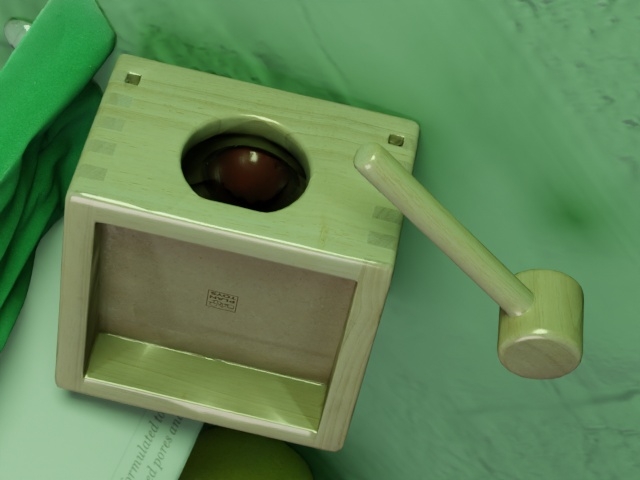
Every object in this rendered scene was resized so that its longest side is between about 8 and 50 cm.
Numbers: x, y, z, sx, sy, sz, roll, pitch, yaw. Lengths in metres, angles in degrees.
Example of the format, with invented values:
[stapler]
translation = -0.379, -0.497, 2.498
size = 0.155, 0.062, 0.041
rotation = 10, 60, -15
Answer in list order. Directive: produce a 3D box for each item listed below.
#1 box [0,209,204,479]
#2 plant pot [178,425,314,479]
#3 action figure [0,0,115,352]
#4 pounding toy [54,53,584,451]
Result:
[box]
translation = -0.156, 0.073, 0.786
size = 0.182, 0.181, 0.119
rotation = 31, 144, -8
[plant pot]
translation = -0.051, 0.156, 0.904
size = 0.134, 0.095, 0.134
rotation = 15, 144, 12
[action figure]
translation = -0.154, 0.014, 0.668
size = 0.063, 0.232, 0.137
rotation = 15, 142, 13
[pounding toy]
translation = 0.007, -0.005, 0.681
size = 0.206, 0.094, 0.181
rotation = 13, 139, 0
